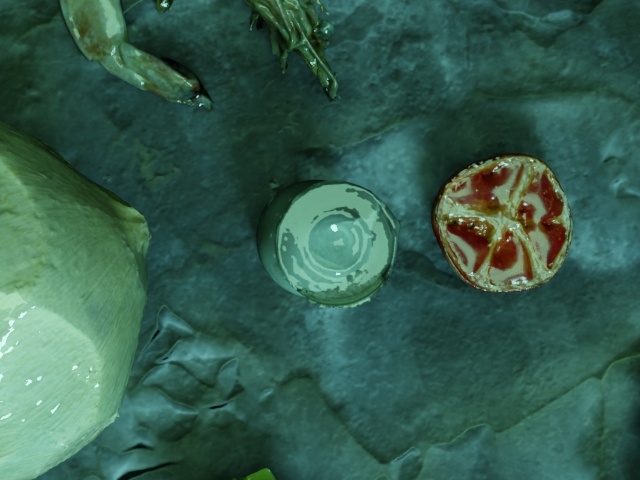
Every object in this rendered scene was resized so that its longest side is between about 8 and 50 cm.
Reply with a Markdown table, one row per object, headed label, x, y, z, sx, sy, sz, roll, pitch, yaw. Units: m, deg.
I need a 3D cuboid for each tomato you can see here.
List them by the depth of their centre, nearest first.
| label | x | y | z | sx | sy | sz | roll | pitch | yaw |
| --- | --- | --- | --- | --- | --- | --- | --- | --- | --- |
| tomato | 0.194 | -0.016 | 1.371 | 0.155 | 0.069 | 0.156 | 0 | 88 | -7 |

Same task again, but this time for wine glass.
| label | x | y | z | sx | sy | sz | roll | pitch | yaw |
| --- | --- | --- | --- | --- | --- | --- | --- | --- | --- |
| wine glass | 0.000 | 0.000 | 1.260 | 0.126 | 0.241 | 0.127 | 0 | 90 | -8 |

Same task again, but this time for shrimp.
| label | x | y | z | sx | sy | sz | roll | pitch | yaw |
| --- | --- | --- | --- | --- | --- | --- | --- | --- | --- |
| shrimp | -0.127 | -0.252 | 1.325 | 0.360 | 0.085 | 0.247 | 39 | 96 | -3 |

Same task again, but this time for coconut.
| label | x | y | z | sx | sy | sz | roll | pitch | yaw |
| --- | --- | --- | --- | --- | --- | --- | --- | --- | --- |
| coconut | -0.324 | 0.066 | 1.174 | 0.360 | 0.346 | 0.346 | -16 | 93 | -4 |

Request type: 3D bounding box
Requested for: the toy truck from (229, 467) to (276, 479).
| label | x | y | z | sx | sy | sz | roll | pitch | yaw |
| --- | --- | --- | --- | --- | --- | --- | --- | --- | --- |
| toy truck | -0.014 | 0.364 | 1.300 | 0.135 | 0.128 | 0.260 | -25 | 92 | 18 |
